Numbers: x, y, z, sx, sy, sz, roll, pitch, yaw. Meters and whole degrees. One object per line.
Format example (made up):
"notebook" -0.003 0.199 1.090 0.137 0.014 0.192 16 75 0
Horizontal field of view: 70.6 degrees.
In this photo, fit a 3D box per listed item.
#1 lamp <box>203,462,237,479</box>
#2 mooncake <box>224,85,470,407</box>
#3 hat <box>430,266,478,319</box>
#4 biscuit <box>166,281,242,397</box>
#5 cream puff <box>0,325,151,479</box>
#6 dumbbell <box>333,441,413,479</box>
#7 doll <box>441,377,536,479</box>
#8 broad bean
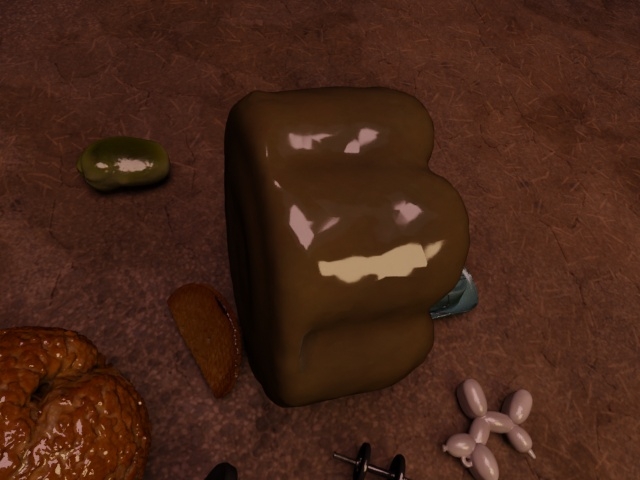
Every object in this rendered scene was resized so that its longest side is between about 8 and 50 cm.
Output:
"lamp" -0.008 0.426 0.621 0.372 0.108 0.130 24 63 5
"mooncake" 0.000 0.000 0.687 0.263 0.467 0.466 -4 60 -19
"hat" 0.228 0.085 0.877 0.191 0.078 0.138 -17 66 -18
"biscuit" -0.184 0.149 0.757 0.025 0.126 0.206 1 48 -55
"cream puff" -0.355 0.226 0.576 0.303 0.303 0.212 31 72 10
"dumbbell" 0.090 0.357 0.699 0.147 0.069 0.069 18 59 2
"doll" 0.280 0.320 0.758 0.161 0.059 0.159 11 57 -3
"broad bean" -0.402 -0.157 0.926 0.175 0.082 0.124 -12 62 -27
